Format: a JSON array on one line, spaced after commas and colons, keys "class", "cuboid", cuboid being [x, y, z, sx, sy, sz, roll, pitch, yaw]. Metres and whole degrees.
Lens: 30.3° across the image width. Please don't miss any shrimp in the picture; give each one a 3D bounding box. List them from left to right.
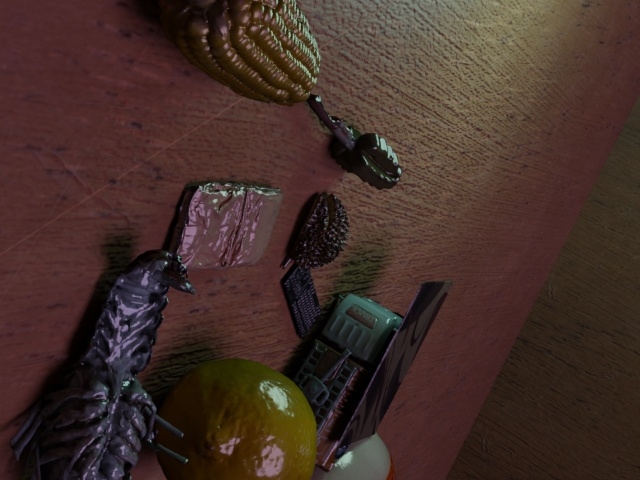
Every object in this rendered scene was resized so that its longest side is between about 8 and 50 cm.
[{"class": "shrimp", "cuboid": [-0.253, 0.204, 1.404, 0.221, 0.166, 0.411, 15, 91, -34]}]

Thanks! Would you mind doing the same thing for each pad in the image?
[{"class": "pad", "cuboid": [0.136, 0.217, 2.090, 0.330, 0.004, 0.220, -64, 161, 9]}]

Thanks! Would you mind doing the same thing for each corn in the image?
[{"class": "corn", "cuboid": [-0.078, -0.223, 1.274, 0.130, 0.130, 0.347, -60, 163, -1]}]

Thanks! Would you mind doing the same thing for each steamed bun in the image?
[{"class": "steamed bun", "cuboid": [0.012, 0.516, 2.253, 0.374, 0.241, 0.374, -47, 152, -35]}]

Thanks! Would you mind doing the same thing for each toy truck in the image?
[{"class": "toy truck", "cuboid": [0.026, 0.242, 2.073, 0.305, 0.136, 0.162, -59, 159, -3]}]

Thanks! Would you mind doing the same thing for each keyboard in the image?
[{"class": "keyboard", "cuboid": [-0.029, 0.095, 1.933, 0.061, 0.013, 0.204, -53, 157, -21]}]

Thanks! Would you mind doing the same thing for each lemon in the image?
[{"class": "lemon", "cuboid": [-0.118, 0.282, 1.677, 0.236, 0.236, 0.263, -47, 165, -31]}]

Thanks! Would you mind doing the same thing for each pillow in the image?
[{"class": "pillow", "cuboid": [-0.122, -0.016, 1.556, 0.232, 0.043, 0.126, -2, 114, -63]}]

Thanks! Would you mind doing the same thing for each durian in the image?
[{"class": "durian", "cuboid": [0.000, 0.000, 1.809, 0.140, 0.071, 0.110, -54, 158, -4]}]

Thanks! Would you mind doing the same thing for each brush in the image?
[{"class": "brush", "cuboid": [0.037, -0.146, 1.715, 0.071, 0.084, 0.301, -63, 153, -6]}]

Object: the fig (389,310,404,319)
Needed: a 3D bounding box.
[{"class": "fig", "cuboid": [0.130, 0.193, 2.258, 0.128, 0.128, 0.150, -63, 158, 7]}]
